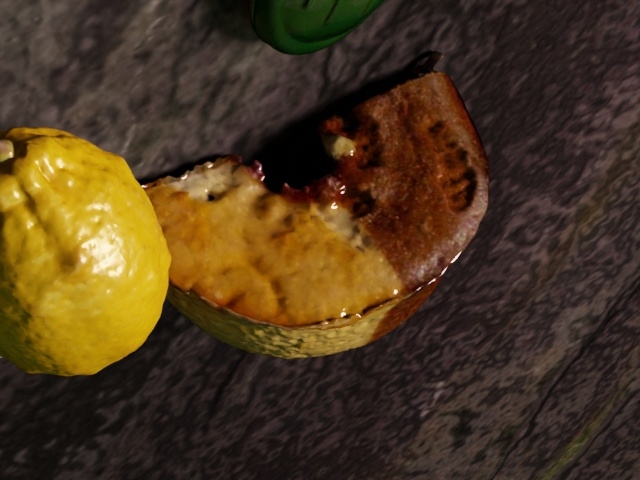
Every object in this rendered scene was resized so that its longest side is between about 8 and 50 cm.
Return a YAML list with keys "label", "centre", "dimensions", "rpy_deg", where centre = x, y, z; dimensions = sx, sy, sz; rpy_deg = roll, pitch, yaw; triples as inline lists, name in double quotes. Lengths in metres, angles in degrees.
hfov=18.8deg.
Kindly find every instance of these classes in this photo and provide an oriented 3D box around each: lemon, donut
- label: "lemon"
  centre: [-0.134, 0.004, 0.965]
  dimensions: [0.114, 0.114, 0.155]
  rpy_deg: [-33, 143, -7]
- label: "donut"
  centre: [-0.002, 0.000, 1.087]
  dimensions: [0.217, 0.141, 0.085]
  rpy_deg: [-20, 152, -18]

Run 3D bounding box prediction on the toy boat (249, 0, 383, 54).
- label: "toy boat"
  centre: [0.019, -0.170, 0.949]
  dimensions: [0.104, 0.052, 0.210]
  rpy_deg: [-17, 145, -32]
